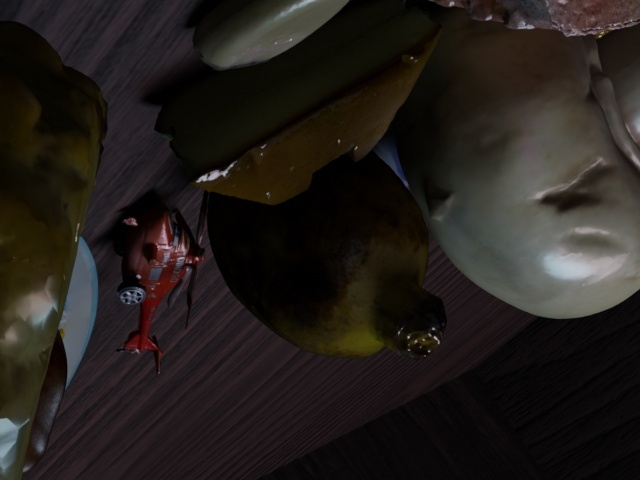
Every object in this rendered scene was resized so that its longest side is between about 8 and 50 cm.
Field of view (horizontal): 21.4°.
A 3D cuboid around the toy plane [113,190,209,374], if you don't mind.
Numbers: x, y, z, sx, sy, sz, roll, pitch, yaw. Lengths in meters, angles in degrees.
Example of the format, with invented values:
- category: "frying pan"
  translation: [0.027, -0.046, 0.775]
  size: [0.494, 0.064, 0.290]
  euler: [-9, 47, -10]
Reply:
- category: "toy plane"
  translation: [-0.147, 0.033, 1.480]
  size: [0.077, 0.126, 0.194]
  euler: [4, 157, -14]

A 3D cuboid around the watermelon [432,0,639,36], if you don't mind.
- category: "watermelon"
  translation: [0.183, -0.244, 1.223]
  size: [0.231, 0.128, 0.146]
  euler: [-15, 130, -22]

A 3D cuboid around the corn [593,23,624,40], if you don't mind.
- category: "corn"
  translation: [0.252, -0.204, 1.579]
  size: [0.080, 0.080, 0.238]
  euler: [-31, 163, -10]

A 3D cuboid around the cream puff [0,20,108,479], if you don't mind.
- category: "cream puff"
  translation: [-0.255, 0.029, 0.865]
  size: [0.257, 0.291, 0.324]
  euler: [10, 143, -10]

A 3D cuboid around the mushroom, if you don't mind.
- category: "mushroom"
  translation: [0.233, -0.100, 1.418]
  size: [0.336, 0.314, 0.314]
  euler: [-27, 170, 18]

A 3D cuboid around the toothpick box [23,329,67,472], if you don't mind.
- category: "toothpick box"
  translation: [-0.314, 0.106, 1.115]
  size: [0.294, 0.192, 0.192]
  euler: [-27, 167, -6]

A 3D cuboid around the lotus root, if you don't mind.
- category: "lotus root"
  translation: [0.000, 0.000, 1.360]
  size: [0.141, 0.314, 0.169]
  euler: [-2, 116, -32]

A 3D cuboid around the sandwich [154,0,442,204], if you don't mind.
- category: "sandwich"
  translation: [-0.018, -0.099, 1.271]
  size: [0.244, 0.090, 0.088]
  euler: [-31, 151, -25]

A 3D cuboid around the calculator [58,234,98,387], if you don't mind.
- category: "calculator"
  translation: [-0.302, 0.095, 1.407]
  size: [0.256, 0.054, 0.386]
  euler: [-29, 166, -20]

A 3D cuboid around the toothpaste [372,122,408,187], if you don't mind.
- category: "toothpaste"
  translation: [0.122, -0.123, 1.644]
  size: [0.371, 0.080, 0.125]
  euler: [-33, 164, -39]

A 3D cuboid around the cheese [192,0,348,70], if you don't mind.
- category: "cheese"
  translation: [0.002, -0.172, 1.110]
  size: [0.192, 0.037, 0.097]
  euler: [-30, 173, 39]
